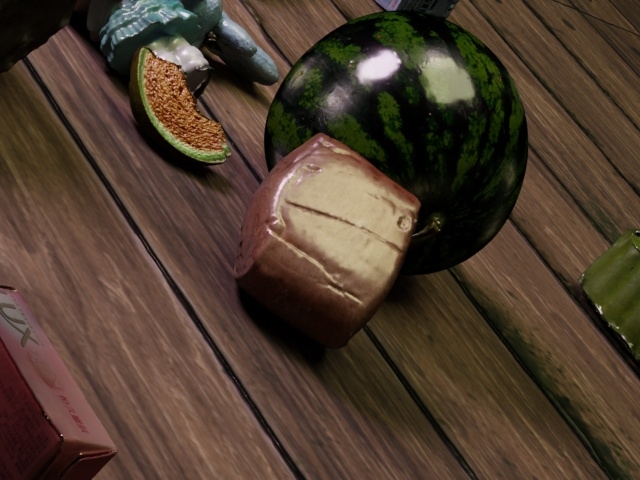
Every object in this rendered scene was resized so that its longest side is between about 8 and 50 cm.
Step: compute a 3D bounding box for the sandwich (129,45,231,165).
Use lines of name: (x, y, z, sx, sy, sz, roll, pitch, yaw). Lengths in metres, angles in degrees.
sandwich: (-0.141, -0.121, 1.770, 0.067, 0.029, 0.135, -43, 100, -32)

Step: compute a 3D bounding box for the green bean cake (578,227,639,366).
green bean cake: (0.432, 0.089, 2.225, 0.200, 0.113, 0.214, 10, 36, -50)

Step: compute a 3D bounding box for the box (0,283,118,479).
box: (-0.206, 0.110, 1.152, 0.060, 0.111, 0.156, 21, 29, -56)

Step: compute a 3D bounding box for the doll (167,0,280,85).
doll: (-0.123, -0.216, 1.991, 0.120, 0.075, 0.180, 8, -35, 51)

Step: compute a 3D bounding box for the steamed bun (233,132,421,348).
steamed bun: (0.000, 0.000, 1.663, 0.145, 0.106, 0.175, 31, 62, -4)

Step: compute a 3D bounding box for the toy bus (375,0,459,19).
toy bus: (0.140, -0.354, 2.672, 0.075, 0.064, 0.190, 42, 21, 21)

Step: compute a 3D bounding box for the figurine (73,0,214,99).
figurine: (-0.205, -0.242, 1.847, 0.138, 0.110, 0.245, -18, 65, -44)

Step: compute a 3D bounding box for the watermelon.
watermelon: (0.080, -0.095, 1.837, 0.269, 0.269, 0.269, 34, 23, -16)

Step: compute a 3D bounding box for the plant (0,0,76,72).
plant: (-0.344, -0.310, 1.602, 0.312, 0.215, 0.213, 47, 26, 25)
